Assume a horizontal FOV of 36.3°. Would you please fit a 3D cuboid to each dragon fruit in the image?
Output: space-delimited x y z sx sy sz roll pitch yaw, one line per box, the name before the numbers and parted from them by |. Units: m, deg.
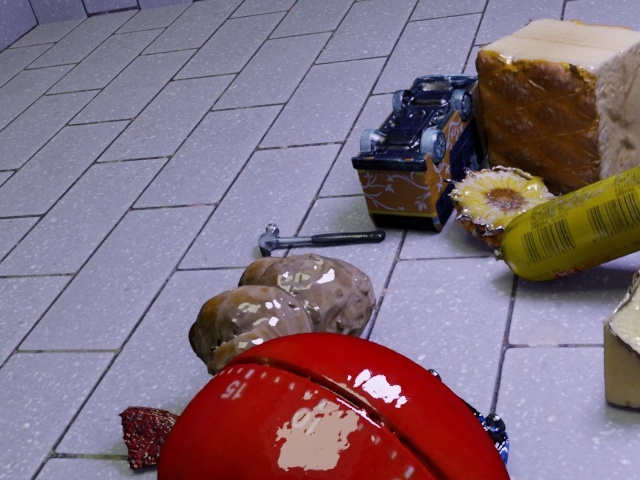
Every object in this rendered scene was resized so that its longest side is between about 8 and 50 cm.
dragon fruit | -0.223 0.286 1.441 0.131 0.063 0.097 -14 65 9

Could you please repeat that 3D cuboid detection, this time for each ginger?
ginger | -0.070 0.125 1.473 0.256 0.176 0.375 -2 16 24

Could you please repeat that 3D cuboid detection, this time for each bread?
bread | 0.455 -0.241 1.788 0.207 0.279 0.279 -33 31 -30
bread | 0.477 0.116 1.348 0.266 0.178 0.142 -39 0 -43

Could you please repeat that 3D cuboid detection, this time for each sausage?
sausage | 0.427 -0.025 1.512 0.347 0.123 0.123 -23 22 35

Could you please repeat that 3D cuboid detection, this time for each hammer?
hammer | 0.000 0.000 1.835 0.246 0.029 0.103 -2 32 18

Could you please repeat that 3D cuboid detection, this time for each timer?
timer | 0.021 0.274 1.006 0.378 0.378 0.279 13 45 40

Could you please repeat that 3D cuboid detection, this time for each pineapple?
pineapple | 0.321 -0.062 1.728 0.221 0.047 0.221 2 42 -1

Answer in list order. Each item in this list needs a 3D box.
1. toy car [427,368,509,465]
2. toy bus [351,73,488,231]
toy car | 0.163 0.250 1.302 0.103 0.063 0.216 -30 39 -23
toy bus | 0.205 -0.174 1.870 0.162 0.194 0.323 4 38 31
